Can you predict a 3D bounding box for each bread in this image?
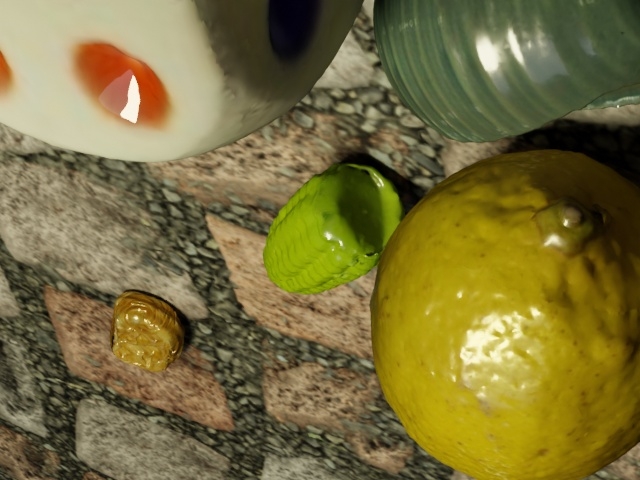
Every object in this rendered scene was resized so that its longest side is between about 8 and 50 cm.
[{"bbox_3d":[-0.184,0.098,1.912,0.083,0.044,0.110,24,147,5],"label":"bread"}]

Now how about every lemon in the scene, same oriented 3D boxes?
[{"bbox_3d":[0.162,0.055,1.379,0.254,0.253,0.310,22,146,10],"label":"lemon"}]

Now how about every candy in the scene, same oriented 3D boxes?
[{"bbox_3d":[0.000,0.000,1.579,0.097,0.096,0.209,34,155,-10],"label":"candy"}]

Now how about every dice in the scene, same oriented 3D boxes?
[{"bbox_3d":[-0.121,-0.255,1.082,0.277,0.304,0.304,14,147,23],"label":"dice"}]

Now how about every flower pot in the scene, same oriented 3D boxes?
[{"bbox_3d":[0.137,-0.149,1.144,0.243,0.189,0.157,-8,98,60],"label":"flower pot"}]
